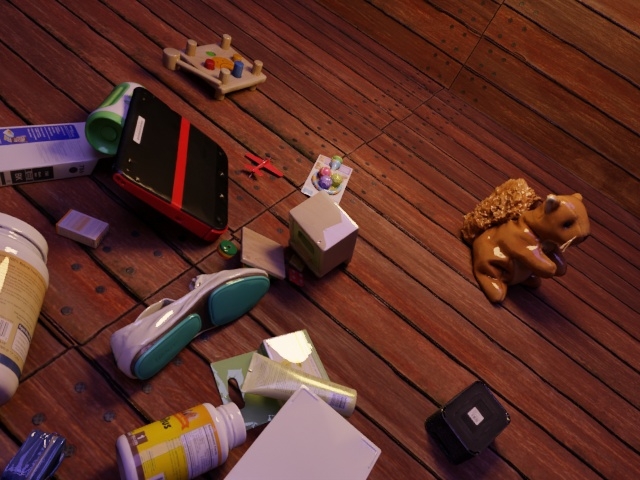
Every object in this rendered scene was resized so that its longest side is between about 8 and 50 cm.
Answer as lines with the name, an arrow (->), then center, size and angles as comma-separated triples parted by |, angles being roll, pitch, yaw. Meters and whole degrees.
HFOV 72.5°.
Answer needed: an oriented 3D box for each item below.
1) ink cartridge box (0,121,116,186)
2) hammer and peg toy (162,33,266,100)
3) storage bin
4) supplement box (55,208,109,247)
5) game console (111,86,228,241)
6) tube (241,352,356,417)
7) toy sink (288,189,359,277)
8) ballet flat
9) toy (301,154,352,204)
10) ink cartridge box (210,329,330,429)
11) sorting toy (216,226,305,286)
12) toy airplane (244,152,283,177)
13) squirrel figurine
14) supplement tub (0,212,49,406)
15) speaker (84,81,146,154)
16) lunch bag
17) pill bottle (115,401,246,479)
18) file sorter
ink cartridge box -> -0.741, -0.235, 1.160 | 0.333, 0.065, 0.165 | -17, 59, -35
hammer and peg toy -> -0.407, -0.648, 1.665 | 0.266, 0.127, 0.361 | 41, 45, 10
storage bin -> 0.363, 0.445, 1.075 | 0.180, 0.084, 0.122 | -17, 60, -38
supplement box -> -0.581, -0.029, 1.069 | 0.098, 0.036, 0.062 | 23, 44, -6
game console -> -0.391, -0.206, 1.199 | 0.342, 0.060, 0.386 | 35, 33, -40
tube -> -0.043, 0.316, 0.938 | 0.240, 0.062, 0.070 | 19, 5, -6
toy sink -> 0.000, 0.000, 1.236 | 0.131, 0.234, 0.153 | -35, 70, -18
ballet flat -> -0.292, 0.151, 0.998 | 0.139, 0.139, 0.400 | 43, 46, 14
toy -> 0.033, -0.230, 1.551 | 0.137, 0.056, 0.237 | 25, 44, -2
ink cartridge box -> -0.106, 0.310, 0.986 | 0.235, 0.056, 0.171 | -7, 55, -34
sorting toy -> -0.158, 0.048, 1.187 | 0.274, 0.046, 0.132 | 27, 31, -28
toy airplane -> -0.202, -0.254, 1.473 | 0.151, 0.028, 0.151 | 13, 45, -13
squirrel figurine -> 0.688, -0.048, 1.484 | 0.281, 0.370, 0.397 | -4, 52, -29
supplement tub -> -0.628, 0.122, 0.769 | 0.228, 0.228, 0.316 | 8, 47, -21
speaker -> -0.565, -0.353, 1.240 | 0.131, 0.131, 0.296 | 13, 33, -16
lunch bag -> -0.472, 0.372, 0.733 | 0.065, 0.067, 0.098 | 23, 43, -6
pill bottle -> -0.252, 0.377, 0.803 | 0.215, 0.117, 0.117 | -11, 56, -34
file sorter -> -0.062, 0.452, 0.790 | 0.193, 0.173, 0.278 | 38, 44, 11
